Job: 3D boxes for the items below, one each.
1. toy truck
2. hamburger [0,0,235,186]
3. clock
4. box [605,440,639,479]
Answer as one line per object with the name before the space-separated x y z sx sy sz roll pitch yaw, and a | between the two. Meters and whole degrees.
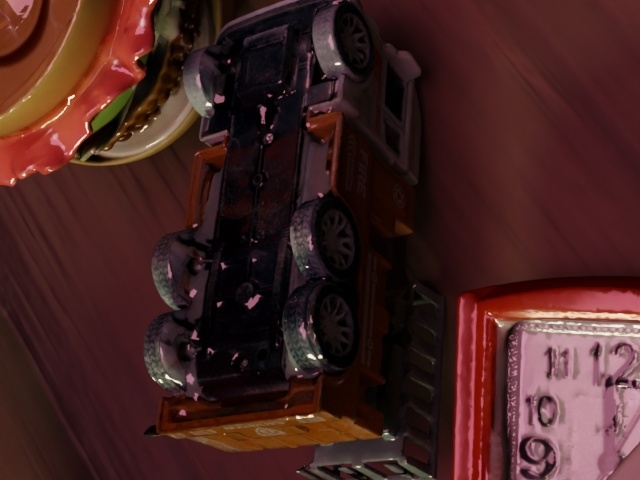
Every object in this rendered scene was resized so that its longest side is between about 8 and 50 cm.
toy truck | 0.001 0.000 0.473 0.080 0.115 0.178 -11 61 33
hamburger | -0.118 -0.105 0.528 0.175 0.137 0.175 -2 87 28
clock | 0.107 0.090 0.432 0.113 0.061 0.155 0 87 31
box | 0.176 0.112 0.244 0.341 0.143 0.225 -50 33 6
